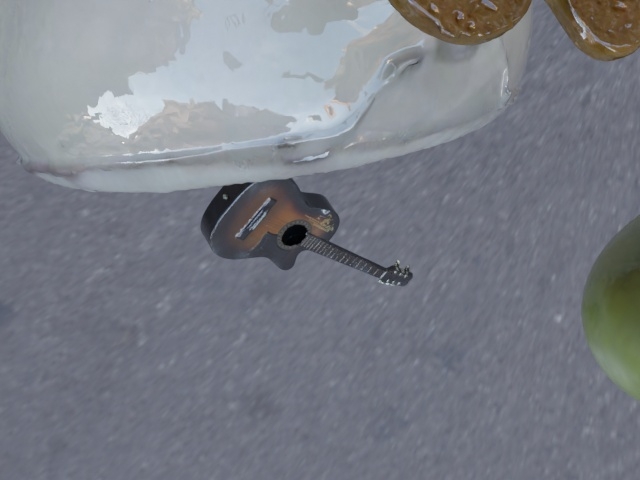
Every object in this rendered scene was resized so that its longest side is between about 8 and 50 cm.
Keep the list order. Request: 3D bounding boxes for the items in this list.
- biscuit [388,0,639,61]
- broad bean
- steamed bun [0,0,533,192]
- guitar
[{"bbox_3d":[0.106,-0.144,0.737,0.205,0.031,0.138,-30,92,-27],"label":"biscuit"},{"bbox_3d":[0.311,0.041,1.187,0.238,0.291,0.119,31,131,43],"label":"broad bean"},{"bbox_3d":[-0.050,-0.174,1.153,0.374,0.374,0.241,-8,101,13],"label":"steamed bun"},{"bbox_3d":[0.000,0.000,1.446,0.088,0.233,0.025,-50,46,17],"label":"guitar"}]
